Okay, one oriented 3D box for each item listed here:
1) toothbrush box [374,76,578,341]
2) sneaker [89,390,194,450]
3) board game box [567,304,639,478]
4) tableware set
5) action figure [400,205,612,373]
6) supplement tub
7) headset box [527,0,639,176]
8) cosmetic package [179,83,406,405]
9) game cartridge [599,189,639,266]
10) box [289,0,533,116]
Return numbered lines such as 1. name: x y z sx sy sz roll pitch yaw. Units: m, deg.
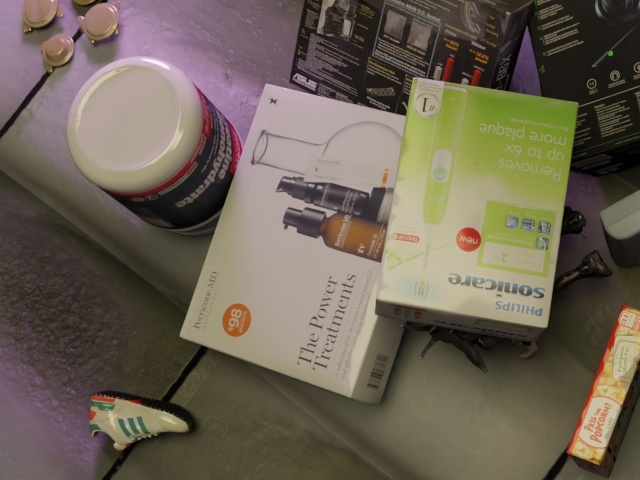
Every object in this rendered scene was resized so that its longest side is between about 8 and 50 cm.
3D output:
1. toothbrush box: 0.189 -0.036 1.646 0.206 0.122 0.283 10 79 4
2. sneaker: -0.254 0.261 1.891 0.161 0.057 0.075 11 94 18
3. board game box: 0.367 0.191 1.671 0.045 0.147 0.193 19 80 20
4. tableware set: -0.394 -0.353 2.128 0.168 0.020 0.141 -25 67 10
5. action figure: 0.237 0.075 1.751 0.275 0.141 0.164 -29 70 -3
6. supplement tub: -0.215 -0.122 1.868 0.191 0.272 0.191 -5 73 15
7. headset box: 0.411 -0.254 1.744 0.246 0.131 0.283 -18 75 33
8. cosmetic package: 0.000 0.000 1.826 0.284 0.097 0.377 16 85 31
9. game cartridge: 0.495 -0.059 1.681 0.294 0.196 0.060 -25 68 9
10. box: 0.115 -0.271 1.843 0.307 0.076 0.242 28 128 22
